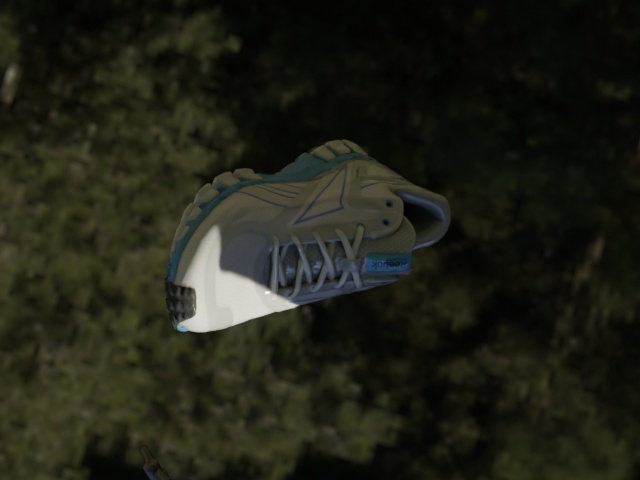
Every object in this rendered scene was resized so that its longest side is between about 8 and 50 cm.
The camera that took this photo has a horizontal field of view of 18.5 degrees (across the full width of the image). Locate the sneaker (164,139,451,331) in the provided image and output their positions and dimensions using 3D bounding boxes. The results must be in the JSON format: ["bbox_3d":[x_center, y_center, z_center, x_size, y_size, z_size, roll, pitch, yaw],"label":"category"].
[{"bbox_3d":[0.000,0.000,0.959,0.083,0.071,0.191,19,-150,29],"label":"sneaker"}]

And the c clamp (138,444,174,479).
[{"bbox_3d":[-0.097,0.214,1.436,0.160,0.022,0.137,64,170,-30],"label":"c clamp"}]
